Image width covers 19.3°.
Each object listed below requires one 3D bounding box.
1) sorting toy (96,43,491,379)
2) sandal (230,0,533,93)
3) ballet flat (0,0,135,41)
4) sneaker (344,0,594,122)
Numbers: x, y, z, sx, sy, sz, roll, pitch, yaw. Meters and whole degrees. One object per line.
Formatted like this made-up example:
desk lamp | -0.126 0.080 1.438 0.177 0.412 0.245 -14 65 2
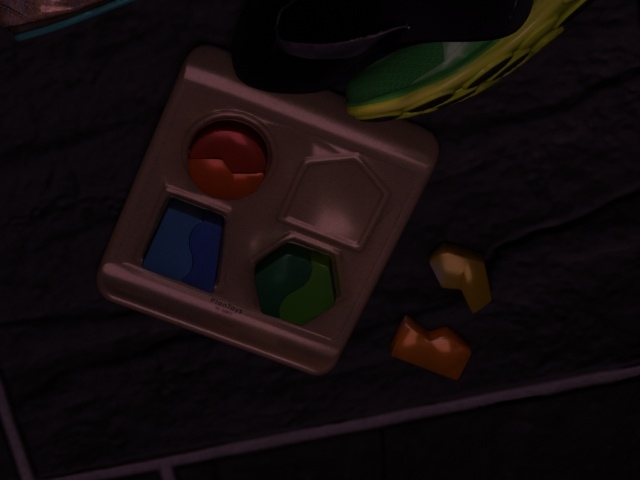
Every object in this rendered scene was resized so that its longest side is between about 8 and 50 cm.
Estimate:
sorting toy | 0.000 0.000 1.491 0.307 0.041 0.229 21 113 -9
sandal | 0.031 -0.169 1.348 0.254 0.054 0.097 -13 84 37
ballet flat | -0.099 -0.231 1.353 0.316 0.107 0.106 -15 103 6
sneaker | 0.127 -0.195 1.382 0.295 0.109 0.123 -40 80 22
